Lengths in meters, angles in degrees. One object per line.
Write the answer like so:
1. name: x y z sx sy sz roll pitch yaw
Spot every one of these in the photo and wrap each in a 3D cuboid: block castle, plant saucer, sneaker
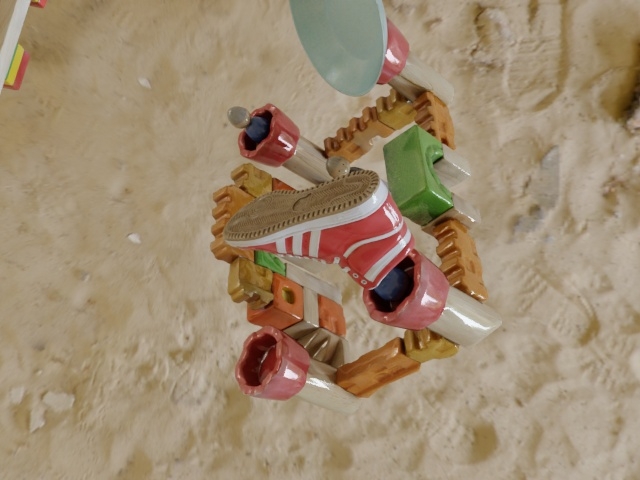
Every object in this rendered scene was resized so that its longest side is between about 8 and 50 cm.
1. block castle: 0.021 -0.038 1.074 0.213 0.453 0.303 28 134 -35
2. plant saucer: 0.028 -0.269 1.019 0.037 0.195 0.194 -25 97 -25
3. sneaker: 0.000 0.000 0.520 0.067 0.118 0.042 51 45 -33

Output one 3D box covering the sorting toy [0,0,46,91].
1. sorting toy: -0.422 -0.277 0.940 0.256 0.089 0.257 12 80 9
